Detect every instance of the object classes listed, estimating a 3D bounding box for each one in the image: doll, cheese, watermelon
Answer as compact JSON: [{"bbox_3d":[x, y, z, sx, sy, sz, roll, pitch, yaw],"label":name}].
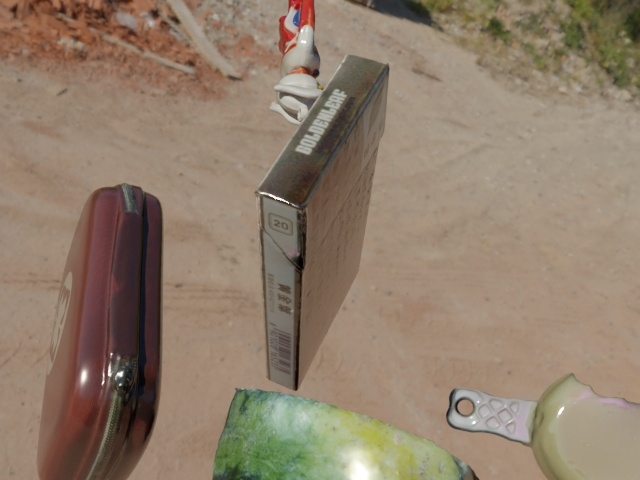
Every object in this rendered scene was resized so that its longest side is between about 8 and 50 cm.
[{"bbox_3d":[-0.045,-0.375,1.421,0.099,0.188,0.383,6,54,-10],"label":"doll"},{"bbox_3d":[0.294,0.226,0.855,0.287,0.163,0.082,13,-15,14],"label":"cheese"},{"bbox_3d":[0.028,0.268,0.610,0.213,0.261,0.201,1,-10,33],"label":"watermelon"}]

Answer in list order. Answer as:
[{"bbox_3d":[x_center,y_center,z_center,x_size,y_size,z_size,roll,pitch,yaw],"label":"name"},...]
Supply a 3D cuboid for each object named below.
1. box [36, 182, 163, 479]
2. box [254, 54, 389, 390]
[{"bbox_3d":[-0.277,0.114,0.912,0.108,0.263,0.403,13,41,-24],"label":"box"},{"bbox_3d":[0.000,0.001,0.704,0.047,0.324,0.180,22,56,12],"label":"box"}]
